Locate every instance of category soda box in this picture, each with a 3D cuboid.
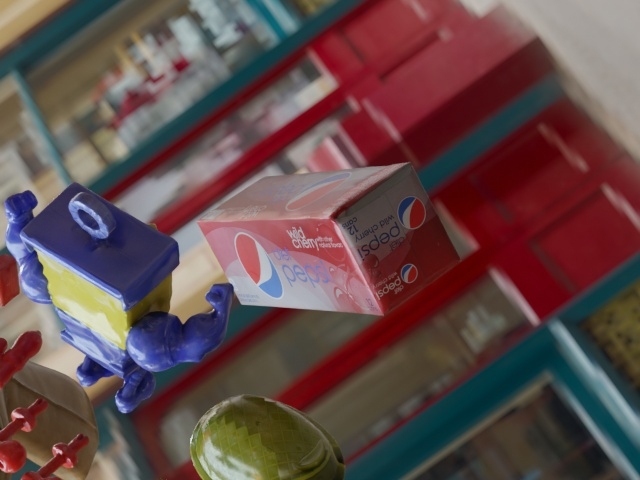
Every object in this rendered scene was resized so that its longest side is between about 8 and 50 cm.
[{"bbox_3d":[0.000,0.000,1.409,0.092,0.083,0.263,62,157,-13],"label":"soda box"}]

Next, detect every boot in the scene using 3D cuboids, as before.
[{"bbox_3d":[-0.306,0.202,1.775,0.269,0.089,0.236,47,-155,-59],"label":"boot"}]

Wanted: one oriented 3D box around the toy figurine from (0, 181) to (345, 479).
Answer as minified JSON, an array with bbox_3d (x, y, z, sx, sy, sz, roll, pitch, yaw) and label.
[{"bbox_3d":[-0.158,0.069,1.290,0.362,0.191,0.217,31,141,27],"label":"toy figurine"}]
